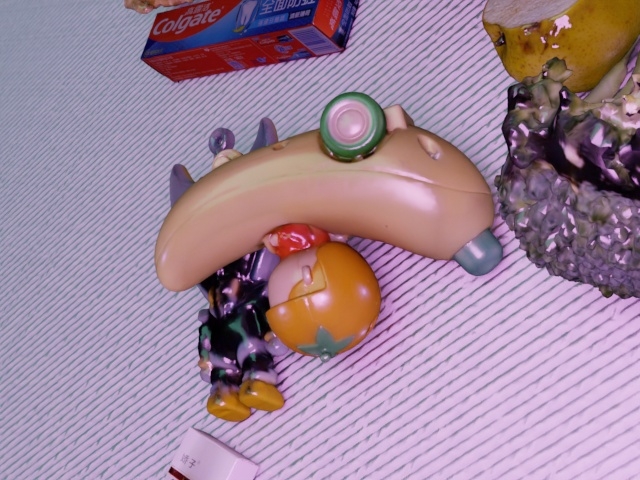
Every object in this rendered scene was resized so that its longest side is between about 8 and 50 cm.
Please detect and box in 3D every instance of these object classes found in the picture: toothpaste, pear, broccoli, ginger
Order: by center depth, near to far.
[{"bbox_3d":[0.250,-0.083,0.707,0.263,0.247,0.243,-27,41,59],"label":"broccoli"},{"bbox_3d":[0.220,-0.187,0.898,0.141,0.104,0.141,-24,32,16],"label":"pear"},{"bbox_3d":[-0.096,-0.261,1.264,0.320,0.066,0.076,-1,66,42],"label":"toothpaste"},{"bbox_3d":[-0.210,-0.367,1.406,0.193,0.052,0.176,14,43,46],"label":"ginger"}]

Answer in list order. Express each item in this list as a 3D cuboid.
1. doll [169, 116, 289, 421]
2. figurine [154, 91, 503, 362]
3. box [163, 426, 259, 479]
[{"bbox_3d":[-0.086,0.023,1.057,0.145,0.103,0.316,136,134,-56],"label":"doll"},{"bbox_3d":[0.000,0.000,0.939,0.324,0.124,0.222,-17,81,13],"label":"figurine"},{"bbox_3d":[-0.128,0.271,0.996,0.084,0.040,0.154,19,82,48],"label":"box"}]
